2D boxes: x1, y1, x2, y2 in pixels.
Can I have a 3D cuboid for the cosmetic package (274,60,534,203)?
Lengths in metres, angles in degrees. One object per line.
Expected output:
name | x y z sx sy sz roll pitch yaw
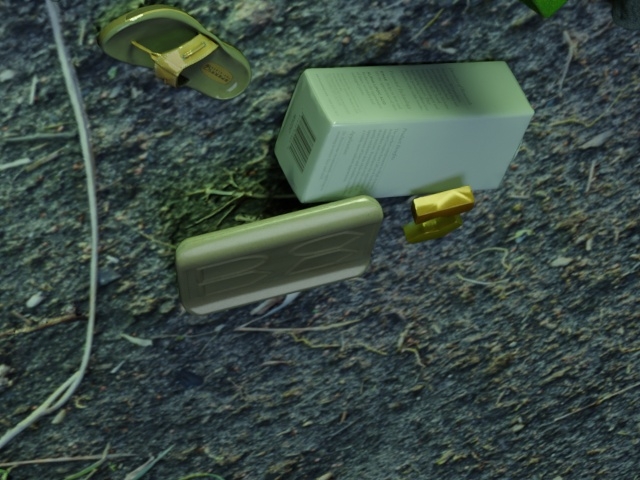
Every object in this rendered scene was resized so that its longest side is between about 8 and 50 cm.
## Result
cosmetic package | 0.084 -0.110 1.972 0.231 0.085 0.117 -5 140 -27

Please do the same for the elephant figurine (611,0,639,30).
elephant figurine | 0.364 -0.289 1.876 0.169 0.186 0.239 -62 152 -5

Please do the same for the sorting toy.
sorting toy | 0.000 0.000 2.038 0.307 0.041 0.229 -14 165 -5

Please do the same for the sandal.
sandal | -0.125 -0.164 1.812 0.072 0.049 0.180 -41 141 22

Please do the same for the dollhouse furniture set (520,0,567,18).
dollhouse furniture set | 0.163 -0.369 1.678 0.197 0.151 0.301 -43 135 0
